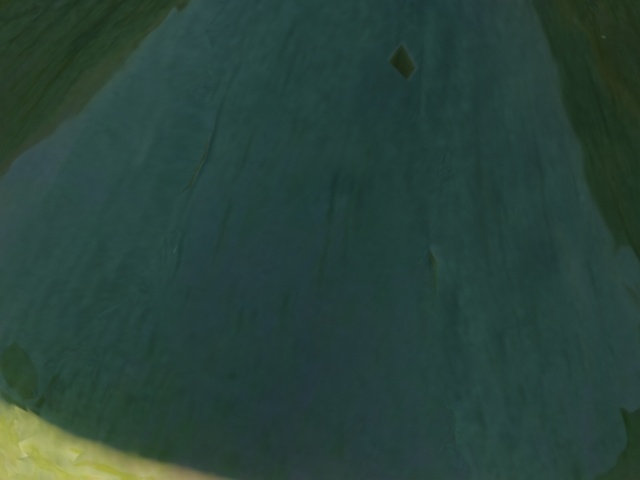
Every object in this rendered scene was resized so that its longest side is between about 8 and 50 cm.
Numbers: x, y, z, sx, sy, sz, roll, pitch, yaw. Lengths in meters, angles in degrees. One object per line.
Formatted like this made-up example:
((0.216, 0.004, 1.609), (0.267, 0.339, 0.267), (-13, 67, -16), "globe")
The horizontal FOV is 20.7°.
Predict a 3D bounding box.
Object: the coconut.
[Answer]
((0.000, 0.000, 0.517), (0.281, 0.328, 0.329), (19, 110, 1), "coconut")
